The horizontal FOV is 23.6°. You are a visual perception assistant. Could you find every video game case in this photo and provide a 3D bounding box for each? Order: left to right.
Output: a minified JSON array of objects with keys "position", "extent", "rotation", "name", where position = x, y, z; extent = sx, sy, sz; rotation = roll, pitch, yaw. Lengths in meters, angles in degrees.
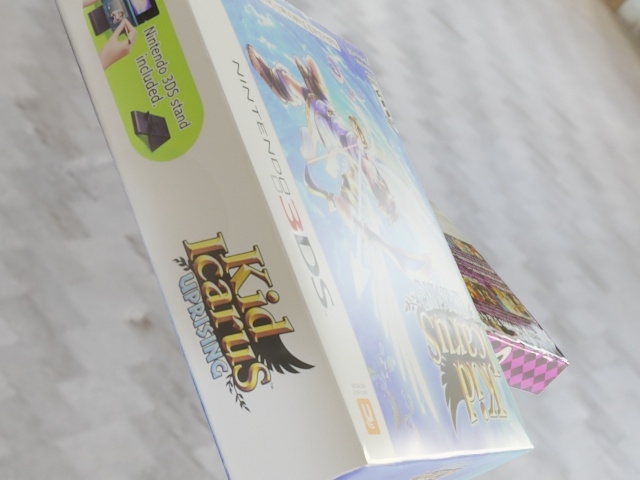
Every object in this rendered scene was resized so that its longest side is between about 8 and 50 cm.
[{"position":[0.000,0.000,0.723],"extent":[0.269,0.061,0.244],"rotation":[15,52,-68],"name":"video game case"},{"position":[0.056,0.010,1.086],"extent":[0.210,0.042,0.232],"rotation":[51,17,32],"name":"video game case"}]
